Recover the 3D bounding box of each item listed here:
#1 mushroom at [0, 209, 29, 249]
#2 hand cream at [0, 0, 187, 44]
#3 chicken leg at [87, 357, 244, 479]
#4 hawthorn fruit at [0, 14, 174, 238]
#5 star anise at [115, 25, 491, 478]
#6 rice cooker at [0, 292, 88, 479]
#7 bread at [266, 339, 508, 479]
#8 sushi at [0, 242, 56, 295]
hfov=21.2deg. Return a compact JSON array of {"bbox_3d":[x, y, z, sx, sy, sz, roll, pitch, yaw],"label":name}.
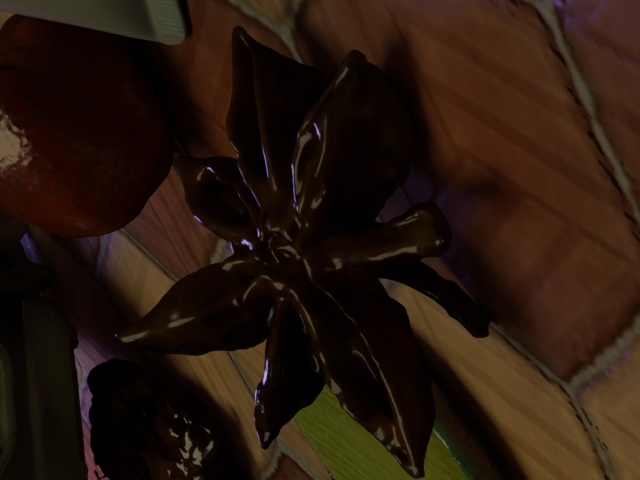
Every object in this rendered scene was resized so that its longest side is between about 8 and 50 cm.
[{"bbox_3d":[-0.326,-0.055,1.345,0.255,0.184,0.255,180,90,-64],"label":"mushroom"},{"bbox_3d":[-0.250,-0.200,0.939,0.358,0.118,0.185,12,140,17],"label":"hand cream"},{"bbox_3d":[-0.078,0.219,1.366,0.322,0.083,0.177,54,149,10],"label":"chicken leg"},{"bbox_3d":[-0.151,-0.067,1.031,0.138,0.133,0.133,40,166,-22],"label":"hawthorn fruit"},{"bbox_3d":[-0.007,0.001,0.819,0.196,0.111,0.212,-4,100,31],"label":"star anise"},{"bbox_3d":[-0.330,0.181,1.420,0.288,0.277,0.288,176,90,-83],"label":"rice cooker"},{"bbox_3d":[0.049,0.128,1.004,0.228,0.033,0.228,47,159,23],"label":"bread"},{"bbox_3d":[-0.331,0.008,1.568,0.291,0.139,0.131,63,174,-7],"label":"sushi"}]
